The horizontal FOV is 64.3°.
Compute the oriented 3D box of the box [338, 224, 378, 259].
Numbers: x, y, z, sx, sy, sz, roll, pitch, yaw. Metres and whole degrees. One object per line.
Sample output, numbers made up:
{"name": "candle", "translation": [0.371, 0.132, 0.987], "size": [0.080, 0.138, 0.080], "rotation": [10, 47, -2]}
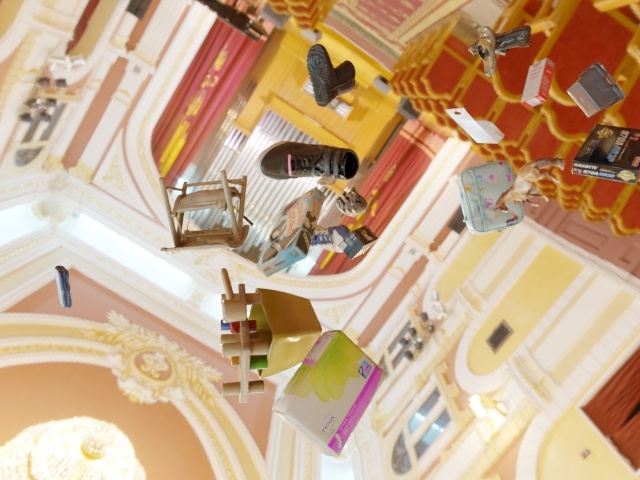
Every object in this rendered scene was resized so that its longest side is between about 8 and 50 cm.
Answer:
{"name": "box", "translation": [0.098, 0.004, 1.309], "size": [0.052, 0.062, 0.083], "rotation": [50, -149, 12]}

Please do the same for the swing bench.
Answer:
{"name": "swing bench", "translation": [-0.381, -0.087, 1.683], "size": [0.253, 0.255, 0.165], "rotation": [-3, 180, 19]}

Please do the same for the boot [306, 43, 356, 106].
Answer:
{"name": "boot", "translation": [0.049, -0.667, 1.987], "size": [0.094, 0.246, 0.207], "rotation": [17, -136, 32]}

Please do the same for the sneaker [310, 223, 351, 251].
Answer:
{"name": "sneaker", "translation": [0.000, 0.000, 1.970], "size": [0.131, 0.112, 0.296], "rotation": [-13, -172, -37]}

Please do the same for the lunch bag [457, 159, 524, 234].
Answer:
{"name": "lunch bag", "translation": [0.661, -0.161, 2.002], "size": [0.108, 0.224, 0.279], "rotation": [92, 164, -86]}

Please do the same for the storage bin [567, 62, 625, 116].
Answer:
{"name": "storage bin", "translation": [0.795, -0.431, 1.478], "size": [0.135, 0.091, 0.098], "rotation": [52, 166, 3]}

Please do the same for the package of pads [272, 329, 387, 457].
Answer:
{"name": "package of pads", "translation": [0.029, 0.430, 1.466], "size": [0.229, 0.296, 0.101], "rotation": [45, 153, -16]}

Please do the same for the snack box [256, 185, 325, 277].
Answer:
{"name": "snack box", "translation": [-0.095, -0.034, 1.735], "size": [0.060, 0.187, 0.322], "rotation": [45, -143, -24]}

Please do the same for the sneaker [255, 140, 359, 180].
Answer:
{"name": "sneaker", "translation": [-0.020, -0.210, 1.359], "size": [0.295, 0.105, 0.147], "rotation": [-11, -160, -37]}

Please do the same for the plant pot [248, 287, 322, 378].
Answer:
{"name": "plant pot", "translation": [-0.115, 0.292, 1.660], "size": [0.187, 0.212, 0.212], "rotation": [-2, -140, -24]}

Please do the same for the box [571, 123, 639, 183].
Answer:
{"name": "box", "translation": [0.872, -0.261, 1.510], "size": [0.175, 0.220, 0.051], "rotation": [19, 141, 35]}

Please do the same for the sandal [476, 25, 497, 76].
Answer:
{"name": "sandal", "translation": [0.547, -0.632, 1.693], "size": [0.049, 0.180, 0.072], "rotation": [0, 169, -9]}

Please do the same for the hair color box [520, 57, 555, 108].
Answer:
{"name": "hair color box", "translation": [0.683, -0.493, 1.599], "size": [0.043, 0.141, 0.072], "rotation": [25, 164, -21]}

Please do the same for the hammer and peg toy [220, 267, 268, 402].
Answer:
{"name": "hammer and peg toy", "translation": [-0.220, 0.253, 1.458], "size": [0.127, 0.361, 0.266], "rotation": [-1, -141, -12]}

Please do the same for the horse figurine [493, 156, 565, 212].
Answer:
{"name": "horse figurine", "translation": [0.729, -0.197, 1.762], "size": [0.174, 0.263, 0.066], "rotation": [10, -136, -9]}

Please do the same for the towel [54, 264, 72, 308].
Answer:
{"name": "towel", "translation": [-0.746, 0.134, 1.481], "size": [0.029, 0.119, 0.067], "rotation": [-14, -155, -36]}

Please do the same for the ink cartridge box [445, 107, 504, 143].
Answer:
{"name": "ink cartridge box", "translation": [0.536, -0.411, 1.776], "size": [0.179, 0.045, 0.145], "rotation": [42, -179, -16]}

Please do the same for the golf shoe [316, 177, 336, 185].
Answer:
{"name": "golf shoe", "translation": [0.045, -0.273, 2.048], "size": [0.069, 0.086, 0.176], "rotation": [15, -148, 38]}

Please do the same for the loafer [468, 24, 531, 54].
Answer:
{"name": "loafer", "translation": [0.624, -0.679, 1.775], "size": [0.220, 0.080, 0.078], "rotation": [0, 124, 41]}

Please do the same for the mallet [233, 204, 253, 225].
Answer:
{"name": "mallet", "translation": [-0.337, -0.132, 2.040], "size": [0.189, 0.039, 0.062], "rotation": [41, -149, -24]}

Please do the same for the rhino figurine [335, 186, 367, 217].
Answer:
{"name": "rhino figurine", "translation": [0.113, -0.141, 2.042], "size": [0.106, 0.073, 0.243], "rotation": [50, 163, -8]}
